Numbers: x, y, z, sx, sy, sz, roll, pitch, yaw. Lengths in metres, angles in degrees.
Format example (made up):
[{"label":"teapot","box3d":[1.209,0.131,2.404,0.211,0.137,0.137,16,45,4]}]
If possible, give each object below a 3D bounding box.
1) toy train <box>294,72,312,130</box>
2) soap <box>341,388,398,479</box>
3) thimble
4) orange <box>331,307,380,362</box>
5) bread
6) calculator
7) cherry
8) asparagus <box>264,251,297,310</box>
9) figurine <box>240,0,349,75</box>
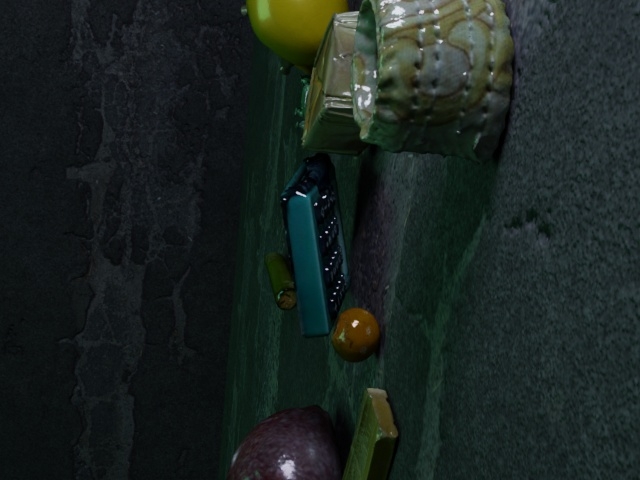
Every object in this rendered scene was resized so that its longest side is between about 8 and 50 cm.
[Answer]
[{"label":"toy train","box3d":[-0.005,-0.269,1.638,0.149,0.081,0.099,-97,14,-61]},{"label":"soap","box3d":[0.067,0.339,1.236,0.092,0.037,0.252,-106,23,-54]},{"label":"thimble","box3d":[0.114,-0.173,0.875,0.137,0.144,0.190,150,121,-75]},{"label":"orange","box3d":[0.055,0.144,1.261,0.083,0.070,0.083,-162,90,-83]},{"label":"bread","box3d":[0.046,-0.241,1.301,0.210,0.110,0.192,123,153,-67]},{"label":"calculator","box3d":[0.000,0.000,1.316,0.274,0.058,0.248,-61,-37,-72]},{"label":"cherry","box3d":[-0.056,0.411,1.417,0.230,0.203,0.300,85,-161,-50]},{"label":"asparagus","box3d":[-0.095,0.090,2.014,0.277,0.060,0.067,-115,11,-66]},{"label":"figurine","box3d":[-0.044,-0.428,1.626,0.187,0.215,0.343,-43,0,-2]}]
